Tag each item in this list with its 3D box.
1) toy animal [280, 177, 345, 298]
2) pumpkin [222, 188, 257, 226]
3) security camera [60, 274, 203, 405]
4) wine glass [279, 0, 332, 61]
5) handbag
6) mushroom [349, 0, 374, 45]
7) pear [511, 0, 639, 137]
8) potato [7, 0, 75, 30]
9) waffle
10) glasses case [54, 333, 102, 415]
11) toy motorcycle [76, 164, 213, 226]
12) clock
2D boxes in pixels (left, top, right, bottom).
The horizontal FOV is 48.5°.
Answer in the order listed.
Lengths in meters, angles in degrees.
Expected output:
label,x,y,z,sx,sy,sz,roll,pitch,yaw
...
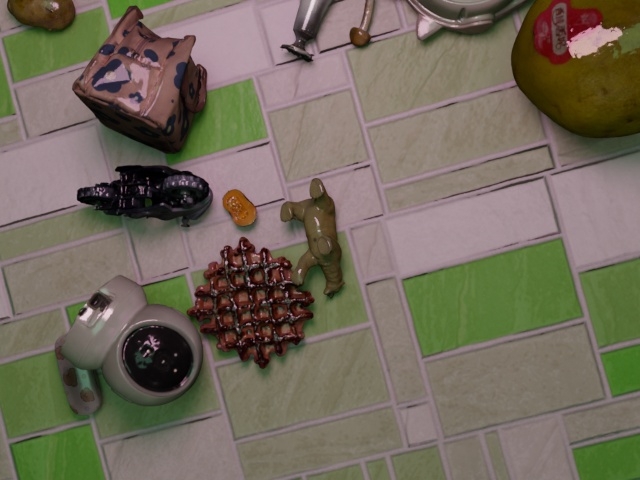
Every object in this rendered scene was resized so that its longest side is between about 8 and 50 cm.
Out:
label,x,y,z,sx,sy,sz,roll,pitch,yaw
toy animal,0.000,0.000,1.333,0.103,0.101,0.218,-14,83,30
pumpkin,-0.154,-0.062,1.377,0.050,0.028,0.083,-36,78,3
security camera,-0.332,0.200,1.320,0.236,0.194,0.194,36,93,0
wine glass,-0.019,-0.423,1.345,0.072,0.072,0.155,20,93,5
handbag,-0.310,-0.285,1.289,0.190,0.251,0.193,22,83,-2
mushroom,0.079,-0.522,1.339,0.068,0.043,0.306,0,91,25
pear,0.509,-0.320,1.172,0.375,0.287,0.287,-16,88,38
potato,-0.549,-0.461,1.392,0.138,0.070,0.091,13,90,5
waffle,-0.129,0.123,1.364,0.234,0.055,0.221,34,94,9
glasses case,-0.477,0.262,1.401,0.063,0.041,0.164,-15,88,6
toy motorcycle,-0.317,-0.085,1.348,0.271,0.159,0.106,-4,80,21
clock,0.271,-0.518,1.295,0.324,0.108,0.265,-39,87,5
